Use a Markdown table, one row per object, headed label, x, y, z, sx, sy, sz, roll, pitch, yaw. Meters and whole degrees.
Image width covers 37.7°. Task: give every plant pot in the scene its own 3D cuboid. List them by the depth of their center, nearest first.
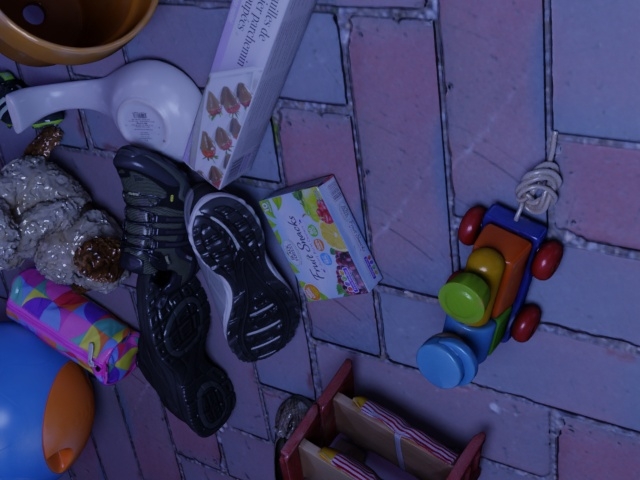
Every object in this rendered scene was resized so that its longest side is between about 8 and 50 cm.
| label | x | y | z | sx | sy | sz | roll | pitch | yaw |
| --- | --- | --- | --- | --- | --- | --- | --- | --- | --- |
| plant pot | -0.306 | -0.284 | 1.062 | 0.205 | 0.205 | 0.188 | 58 | 152 | -9 |

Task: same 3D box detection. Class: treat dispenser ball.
| label | x | y | z | sx | sy | sz | roll | pitch | yaw |
| --- | --- | --- | --- | --- | --- | --- | --- | --- | --- |
| treat dispenser ball | -0.515 | 0.276 | 1.528 | 0.288 | 0.288 | 0.288 | 21 | 129 | 27 |

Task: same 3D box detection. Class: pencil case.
| label | x | y | z | sx | sy | sz | roll | pitch | yaw |
| --- | --- | --- | --- | --- | --- | --- | --- | --- | --- |
| pencil case | -0.386 | 0.133 | 1.466 | 0.236 | 0.104 | 0.104 | 29 | 133 | 22 |

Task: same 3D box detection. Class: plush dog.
| label | x | y | z | sx | sy | sz | roll | pitch | yaw |
| --- | --- | --- | --- | --- | --- | --- | --- | --- | --- |
| plush dog | -0.362 | -0.015 | 1.319 | 0.225 | 0.211 | 0.262 | 40 | 166 | -10 |

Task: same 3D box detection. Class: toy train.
| label | x | y | z | sx | sy | sz | roll | pitch | yaw |
| --- | --- | --- | --- | --- | --- | --- | --- | --- | --- |
| toy train | 0.164 | 0.023 | 0.910 | 0.105 | 0.143 | 0.248 | 27 | 132 | 22 |

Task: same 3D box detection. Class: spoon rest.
| label | x | y | z | sx | sy | sz | roll | pitch | yaw |
| --- | --- | --- | --- | --- | --- | --- | --- | --- | --- |
| spoon rest | -0.260 | -0.168 | 1.187 | 0.276 | 0.084 | 0.137 | 7 | 125 | 20 |

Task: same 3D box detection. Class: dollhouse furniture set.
| label | x | y | z | sx | sy | sz | roll | pitch | yaw |
| --- | --- | --- | --- | --- | --- | --- | --- | --- | --- |
| dollhouse furniture set | 0.078 | 0.342 | 1.226 | 0.201 | 0.152 | 0.374 | 28 | 149 | 21 |

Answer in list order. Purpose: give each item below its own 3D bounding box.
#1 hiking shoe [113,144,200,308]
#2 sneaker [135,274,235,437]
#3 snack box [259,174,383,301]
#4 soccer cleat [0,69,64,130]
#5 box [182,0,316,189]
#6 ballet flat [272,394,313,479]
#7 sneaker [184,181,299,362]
| label | x | y | z | sx | sy | sz | roll | pitch | yaw |
| --- | --- | --- | --- | --- | --- | --- | --- | --- | --- |
| hiking shoe | -0.209 | -0.014 | 1.180 | 0.086 | 0.114 | 0.227 | 9 | 140 | 29 |
| sneaker | -0.220 | 0.153 | 1.345 | 0.130 | 0.109 | 0.286 | 13 | 124 | 40 |
| snack box | 0.000 | 0.000 | 1.104 | 0.100 | 0.037 | 0.141 | -12 | 110 | 44 |
| soccer cleat | -0.428 | -0.196 | 1.307 | 0.179 | 0.060 | 0.072 | 15 | 114 | 32 |
| box | -0.073 | -0.192 | 1.014 | 0.063 | 0.067 | 0.324 | 38 | 136 | 12 |
| ballet flat | -0.040 | 0.327 | 1.345 | 0.084 | 0.058 | 0.250 | 24 | 131 | 26 |
| sneaker | -0.101 | 0.040 | 1.189 | 0.108 | 0.100 | 0.272 | -129 | 19 | -54 |
